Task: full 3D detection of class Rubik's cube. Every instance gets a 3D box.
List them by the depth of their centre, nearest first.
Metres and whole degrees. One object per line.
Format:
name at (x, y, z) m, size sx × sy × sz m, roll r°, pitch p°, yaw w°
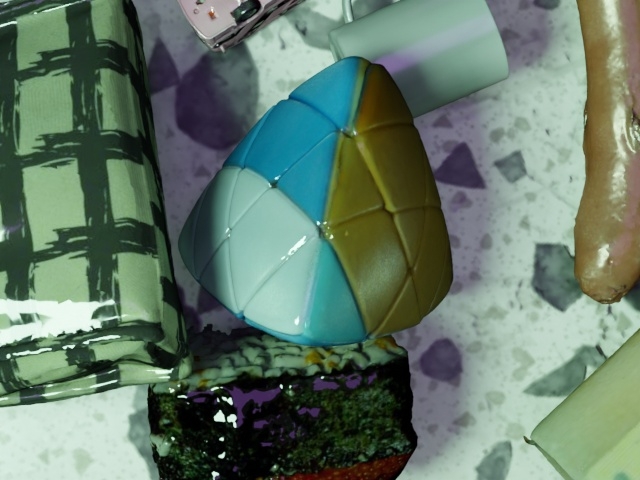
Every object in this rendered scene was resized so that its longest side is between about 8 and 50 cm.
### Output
Rubik's cube at (0.000, 0.000, 1.315) m, size 0.254 × 0.254 × 0.254 m, roll 0°, pitch 89°, yaw -2°

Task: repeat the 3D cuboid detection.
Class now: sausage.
sausage at (0.260, -0.108, 1.347) m, size 0.087 × 0.079 × 0.327 m, roll -1°, pitch 91°, yaw -13°

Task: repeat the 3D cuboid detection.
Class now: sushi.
sushi at (-0.032, 0.139, 1.302) m, size 0.225 × 0.136 × 0.126 m, roll 1°, pitch 111°, yaw -3°

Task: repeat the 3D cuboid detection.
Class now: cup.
cup at (0.077, -0.174, 1.338) m, size 0.133 × 0.099 × 0.136 m, roll -24°, pitch 64°, yaw -1°

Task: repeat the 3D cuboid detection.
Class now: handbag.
handbag at (-0.283, -0.021, 1.251) m, size 0.327 × 0.162 × 0.325 m, roll -10°, pitch 67°, yaw 1°

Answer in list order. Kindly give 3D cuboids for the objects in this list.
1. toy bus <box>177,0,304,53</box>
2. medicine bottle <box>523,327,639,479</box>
toy bus at (-0.025, -0.236, 1.332) m, size 0.203 × 0.090 × 0.063 m, roll -32°, pitch 85°, yaw -3°
medicine bottle at (0.393, 0.107, 1.269) m, size 0.406 × 0.236 × 0.236 m, roll -43°, pitch 91°, yaw -1°
